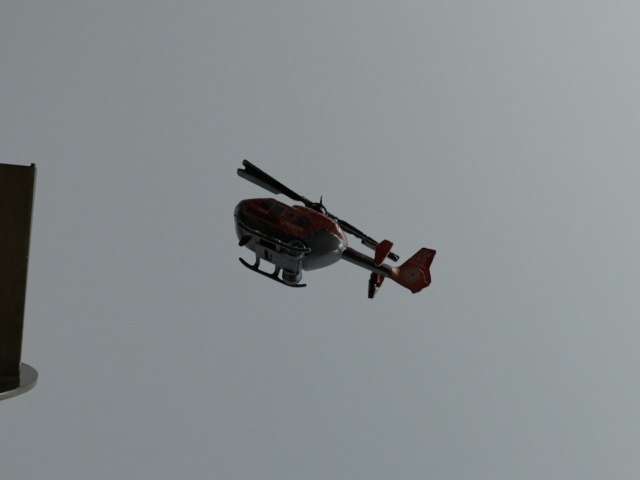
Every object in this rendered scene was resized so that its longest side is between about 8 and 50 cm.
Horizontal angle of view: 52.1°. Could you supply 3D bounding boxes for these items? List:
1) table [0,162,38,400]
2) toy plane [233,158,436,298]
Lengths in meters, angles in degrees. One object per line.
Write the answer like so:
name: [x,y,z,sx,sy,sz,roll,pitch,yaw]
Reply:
table: [-0.360,0.030,0.644,0.167,0.167,0.227,6,-87,10]
toy plane: [0.000,0.000,0.406,0.145,0.037,0.060,23,-129,13]
